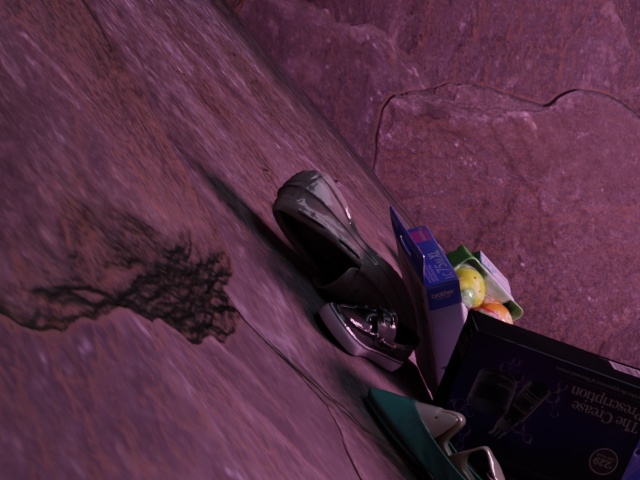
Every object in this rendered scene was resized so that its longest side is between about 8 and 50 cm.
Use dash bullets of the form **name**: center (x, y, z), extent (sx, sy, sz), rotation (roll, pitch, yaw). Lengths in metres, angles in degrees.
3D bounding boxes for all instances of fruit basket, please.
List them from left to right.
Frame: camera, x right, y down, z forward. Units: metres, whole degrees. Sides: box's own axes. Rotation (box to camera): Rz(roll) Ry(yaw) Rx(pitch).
- **fruit basket**: center (0.387, 0.180, 2.297), extent (0.327, 0.165, 0.353), rotation (45, 14, -27)

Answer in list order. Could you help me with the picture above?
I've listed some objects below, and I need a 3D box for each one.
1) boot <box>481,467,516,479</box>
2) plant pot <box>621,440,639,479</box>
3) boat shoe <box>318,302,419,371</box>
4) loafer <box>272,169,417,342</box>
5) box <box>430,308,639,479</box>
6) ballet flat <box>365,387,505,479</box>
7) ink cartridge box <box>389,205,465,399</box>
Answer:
- **boot**: center (0.269, 0.346, 1.404), extent (0.176, 0.088, 0.244), rotation (43, 9, 24)
- **plant pot**: center (0.641, 0.493, 2.056), extent (0.236, 0.236, 0.212), rotation (42, 7, -40)
- **boat shoe**: center (0.078, 0.125, 1.369), extent (0.228, 0.076, 0.080), rotation (37, 15, -52)
- **loafer**: center (0.033, 0.045, 1.452), extent (0.319, 0.112, 0.111), rotation (54, 47, -15)
- **box**: center (0.297, 0.231, 1.334), extent (0.261, 0.184, 0.103), rotation (19, 15, -1)
- **ballet flat**: center (0.159, 0.261, 1.182), extent (0.247, 0.087, 0.083), rotation (53, 10, 18)
- **ink cartridge box**: center (0.175, 0.111, 1.496), extent (0.186, 0.065, 0.311), rotation (-111, -174, -63)
